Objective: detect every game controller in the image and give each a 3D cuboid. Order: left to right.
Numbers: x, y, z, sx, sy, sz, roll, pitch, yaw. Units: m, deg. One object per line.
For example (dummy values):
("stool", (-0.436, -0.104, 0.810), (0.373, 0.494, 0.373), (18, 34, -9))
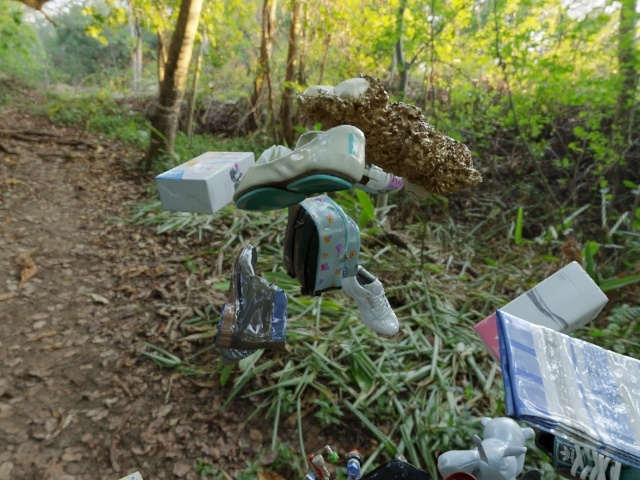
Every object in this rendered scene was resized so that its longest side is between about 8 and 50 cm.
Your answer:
("game controller", (0.173, 0.751, 1.356), (0.166, 0.319, 0.067), (30, 29, -27))

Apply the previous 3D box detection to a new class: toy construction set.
("toy construction set", (0.069, 0.867, 1.557), (0.257, 0.237, 0.309), (-33, 1, -14))

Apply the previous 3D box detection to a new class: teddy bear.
("teddy bear", (0.109, -0.154, 0.739), (0.245, 0.113, 0.338), (16, -4, 40))

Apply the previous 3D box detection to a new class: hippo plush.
("hippo plush", (0.477, 0.609, 1.307), (0.234, 0.295, 0.236), (2, 20, 30))

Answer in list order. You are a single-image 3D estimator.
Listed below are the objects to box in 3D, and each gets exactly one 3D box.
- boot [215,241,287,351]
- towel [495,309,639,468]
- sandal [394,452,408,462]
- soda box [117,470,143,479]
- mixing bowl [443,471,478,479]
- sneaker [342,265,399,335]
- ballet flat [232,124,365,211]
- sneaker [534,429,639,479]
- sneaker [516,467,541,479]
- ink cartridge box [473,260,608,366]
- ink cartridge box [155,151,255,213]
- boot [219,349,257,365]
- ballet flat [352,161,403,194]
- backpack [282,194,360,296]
("boot", (-0.103, 0.094, 0.761), (0.106, 0.082, 0.219), (12, 44, -7))
("towel", (0.412, 0.228, 0.706), (0.284, 0.034, 0.209), (21, 41, -3))
("sandal", (0.314, 0.882, 1.643), (0.086, 0.120, 0.303), (-30, 2, -3))
("soda box", (-0.606, 0.769, 1.405), (0.058, 0.061, 0.181), (-35, -15, -10))
("mixing bowl", (0.308, 0.563, 0.893), (0.098, 0.182, 0.181), (24, 11, -14))
("sneaker", (0.191, 0.224, 1.693), (0.114, 0.305, 0.152), (-38, -2, -30))
("ballet flat", (-0.034, -0.090, 0.582), (0.086, 0.086, 0.248), (-7, 1, -39))
("sneaker", (0.509, 0.421, 0.850), (0.120, 0.108, 0.302), (16, -13, 3))
("sneaker", (0.693, 0.838, 1.564), (0.051, 0.170, 0.089), (32, 7, 19))
("ink cartridge box", (0.537, 0.199, 1.129), (0.117, 0.283, 0.207), (59, 9, 30))
("ink cartridge box", (-0.182, -0.111, 0.794), (0.104, 0.062, 0.181), (6, 28, 23))
("boot", (-0.177, 0.221, 0.984), (0.189, 0.076, 0.208), (-34, -4, -47))
("ballet flat", (0.085, -0.155, 1.009), (0.221, 0.077, 0.079), (19, 0, -4))
("backpack", (0.000, 0.000, 0.958), (0.144, 0.189, 0.166), (-17, 36, -21))
